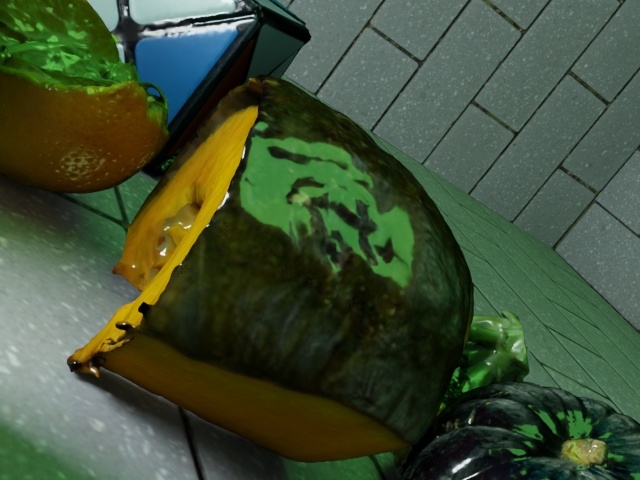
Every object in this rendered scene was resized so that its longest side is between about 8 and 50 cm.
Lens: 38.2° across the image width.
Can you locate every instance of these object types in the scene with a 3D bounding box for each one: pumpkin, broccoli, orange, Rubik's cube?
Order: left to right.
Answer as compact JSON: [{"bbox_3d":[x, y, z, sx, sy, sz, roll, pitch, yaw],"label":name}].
[{"bbox_3d":[-0.251,-0.132,0.846,0.237,0.158,0.179,45,20,31],"label":"orange"},{"bbox_3d":[-0.195,-0.253,1.189,0.246,0.250,0.248,39,12,5],"label":"Rubik's cube"},{"bbox_3d":[-0.032,0.020,0.716,0.225,0.256,0.303,35,29,-23],"label":"pumpkin"},{"bbox_3d":[0.142,0.142,0.972,0.195,0.156,0.195,-11,90,-85],"label":"broccoli"},{"bbox_3d":[0.154,0.200,0.638,0.221,0.161,0.220,14,25,-6],"label":"pumpkin"}]

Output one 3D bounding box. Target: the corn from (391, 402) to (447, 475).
[{"bbox_3d":[0.188,0.264,0.776,0.318,0.115,0.115,44,16,28],"label":"corn"}]
